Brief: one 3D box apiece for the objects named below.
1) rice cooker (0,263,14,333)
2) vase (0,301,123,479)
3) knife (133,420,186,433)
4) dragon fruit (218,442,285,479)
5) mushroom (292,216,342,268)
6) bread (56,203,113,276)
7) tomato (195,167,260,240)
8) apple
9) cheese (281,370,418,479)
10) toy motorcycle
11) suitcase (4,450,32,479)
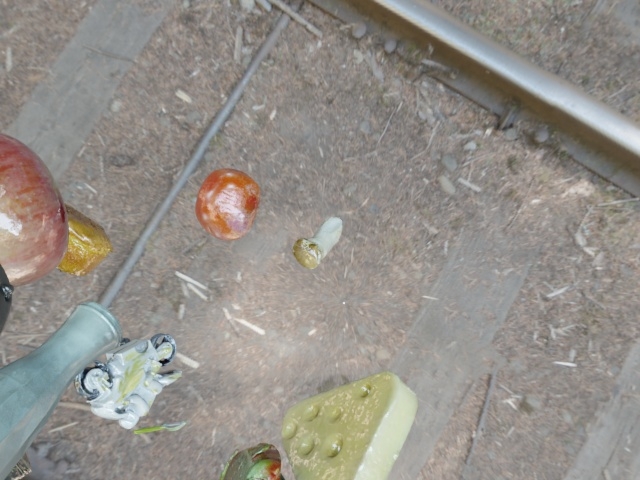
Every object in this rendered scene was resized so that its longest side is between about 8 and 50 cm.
[{"bbox_3d":[-0.408,0.075,0.602,0.118,0.203,0.142,-17,120,4],"label":"rice cooker"},{"bbox_3d":[-0.267,0.139,0.516,0.086,0.086,0.214,31,42,5],"label":"vase"},{"bbox_3d":[-0.487,0.570,1.764,0.184,0.022,0.026,-13,54,15],"label":"knife"},{"bbox_3d":[-0.159,0.588,1.317,0.130,0.295,0.269,22,50,-19],"label":"dragon fruit"},{"bbox_3d":[0.000,0.000,1.565,0.084,0.209,0.071,28,127,13],"label":"mushroom"},{"bbox_3d":[-0.790,-0.022,1.757,0.312,0.312,0.172,33,84,5],"label":"bread"},{"bbox_3d":[-0.291,-0.112,1.805,0.188,0.232,0.232,16,84,-18],"label":"tomato"},{"bbox_3d":[-0.667,-0.045,1.146,0.269,0.345,0.345,-31,82,-40],"label":"apple"},{"bbox_3d":[0.036,0.501,1.456,0.384,0.384,0.104,-47,119,-3],"label":"cheese"},{"bbox_3d":[-0.335,0.254,1.037,0.074,0.228,0.151,-6,94,29],"label":"toy motorcycle"},{"bbox_3d":[-0.701,0.291,1.060,0.194,0.434,0.283,-32,49,-31],"label":"suitcase"}]
